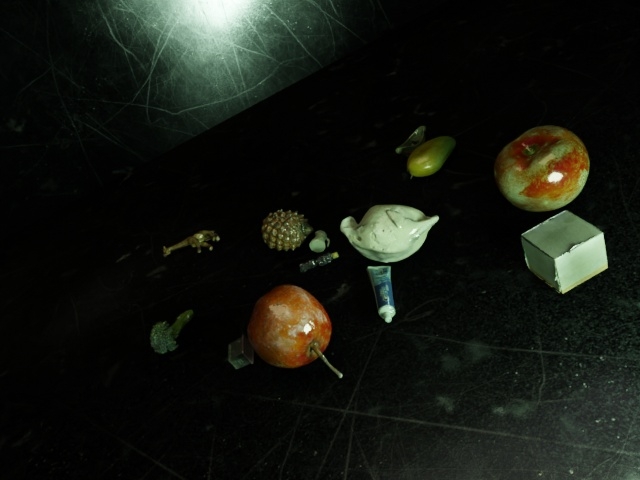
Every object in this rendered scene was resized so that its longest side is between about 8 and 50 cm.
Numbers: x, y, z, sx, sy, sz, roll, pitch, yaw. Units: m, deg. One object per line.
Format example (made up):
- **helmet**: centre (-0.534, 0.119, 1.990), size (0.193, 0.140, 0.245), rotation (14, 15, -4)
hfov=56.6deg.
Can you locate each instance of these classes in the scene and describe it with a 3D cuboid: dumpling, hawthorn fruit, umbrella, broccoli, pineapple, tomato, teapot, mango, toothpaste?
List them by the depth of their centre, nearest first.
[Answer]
- **hawthorn fruit**: centre (-0.077, 0.239, 1.681), size (0.263, 0.235, 0.231), rotation (-15, 35, 33)
- **tomato**: centre (0.666, -0.202, 1.777), size (0.270, 0.222, 0.270), rotation (-28, 35, 21)
- **toothpaste**: centre (0.189, 0.155, 1.791), size (0.069, 0.047, 0.268), rotation (-32, 27, 17)
- **dumpling**: centre (0.237, -0.024, 1.940), size (0.318, 0.187, 0.243), rotation (-2, 0, 22)
- **umbrella**: centre (-0.006, 0.072, 2.050), size (0.144, 0.037, 0.040), rotation (-22, 19, 14)
- **broccoli**: centre (-0.506, 0.305, 2.051), size (0.118, 0.122, 0.204), rotation (6, 29, 21)
- **teapot**: centre (0.000, 0.000, 2.140), size (0.067, 0.057, 0.083), rotation (17, 37, -1)
- **pineapple**: centre (-0.112, -0.037, 2.180), size (0.193, 0.166, 0.166), rotation (2, 42, 27)
- **mango**: centre (0.416, -0.323, 2.256), size (0.137, 0.091, 0.237), rotation (10, 41, 36)

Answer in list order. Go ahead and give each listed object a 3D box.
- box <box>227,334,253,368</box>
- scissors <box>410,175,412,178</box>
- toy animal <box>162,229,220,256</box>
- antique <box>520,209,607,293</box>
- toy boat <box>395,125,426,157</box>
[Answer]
- **box**: centre (-0.246, 0.345, 1.826), size (0.063, 0.060, 0.084), rotation (-29, 32, 12)
- **scissors**: centre (0.357, -0.262, 2.286), size (0.036, 0.006, 0.083), rotation (-5, 39, 34)
- **toy animal**: centre (-0.545, 0.011, 2.514), size (0.276, 0.054, 0.149), rotation (-3, 43, 29)
- **antique**: centre (0.629, 0.035, 1.539), size (0.152, 0.148, 0.146), rotation (-29, 33, -4)
- **toy boat**: centre (0.372, -0.386, 2.391), size (0.089, 0.071, 0.185), rotation (15, 50, 47)
